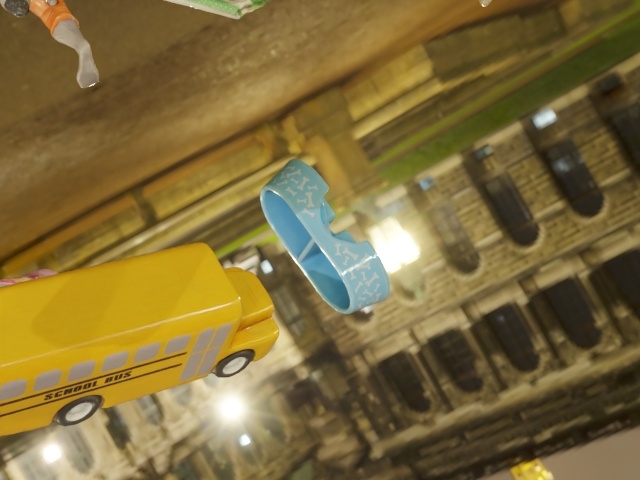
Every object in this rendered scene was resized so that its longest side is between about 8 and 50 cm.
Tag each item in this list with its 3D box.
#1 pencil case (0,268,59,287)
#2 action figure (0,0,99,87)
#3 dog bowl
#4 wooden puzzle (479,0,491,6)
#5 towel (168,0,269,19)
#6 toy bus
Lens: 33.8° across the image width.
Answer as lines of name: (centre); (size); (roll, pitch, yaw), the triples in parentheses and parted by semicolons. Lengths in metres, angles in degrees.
pencil case: (-0.404, 0.122, 1.173); (0.124, 0.124, 0.284); (-29, 174, 42)
action figure: (-0.331, -0.351, 1.283); (0.341, 0.330, 0.178); (-3, 154, -13)
dog bowl: (0.000, 0.000, 1.834); (0.074, 0.297, 0.166); (-32, 172, -23)
wooden puzzle: (0.116, -0.531, 1.673); (0.080, 0.347, 0.322); (-43, -151, 26)
towel: (-0.123, -0.266, 0.927); (0.325, 0.247, 0.038); (-53, 157, -62)
toy bus: (-0.196, 0.090, 1.057); (0.332, 0.108, 0.130); (-14, 146, -33)
